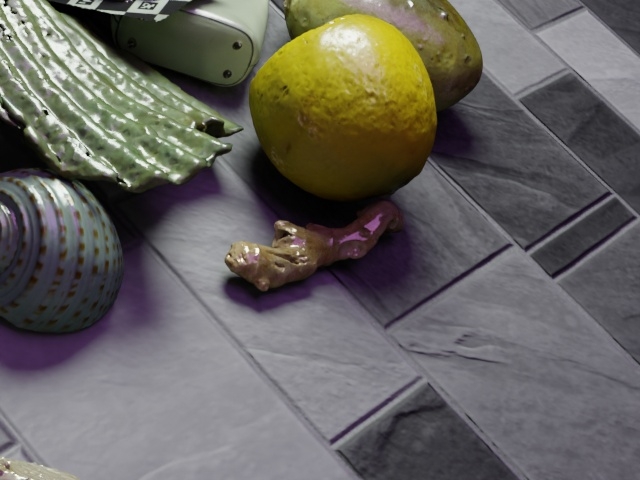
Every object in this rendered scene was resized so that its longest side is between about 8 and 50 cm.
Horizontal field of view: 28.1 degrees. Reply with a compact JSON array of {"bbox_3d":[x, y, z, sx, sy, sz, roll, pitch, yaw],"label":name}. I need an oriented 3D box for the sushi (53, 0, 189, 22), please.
[{"bbox_3d":[-0.279,-0.366,1.689,0.279,0.043,0.192,18,41,25],"label":"sushi"}]

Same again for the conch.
[{"bbox_3d":[-0.288,-0.003,1.386,0.200,0.131,0.172,-8,55,-35],"label":"conch"}]

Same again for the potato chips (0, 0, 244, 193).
[{"bbox_3d":[-0.277,-0.202,1.504,0.389,0.097,0.373,35,21,-6],"label":"potato chips"}]

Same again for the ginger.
[{"bbox_3d":[0.000,0.000,1.608,0.288,0.075,0.089,-22,59,-38],"label":"ginger"}]

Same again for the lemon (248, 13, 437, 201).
[{"bbox_3d":[0.040,-0.155,1.651,0.240,0.240,0.219,-21,78,-42],"label":"lemon"}]

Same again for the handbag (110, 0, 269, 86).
[{"bbox_3d":[-0.180,-0.359,1.808,0.241,0.109,0.315,18,40,-15],"label":"handbag"}]

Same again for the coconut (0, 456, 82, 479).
[{"bbox_3d":[-0.231,0.334,0.996,0.309,0.297,0.297,35,42,7],"label":"coconut"}]

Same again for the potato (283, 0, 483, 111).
[{"bbox_3d":[0.093,-0.302,1.865,0.307,0.173,0.210,34,40,-1],"label":"potato"}]

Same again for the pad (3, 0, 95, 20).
[{"bbox_3d":[-0.394,-0.336,1.730,0.157,0.003,0.112,36,42,4],"label":"pad"}]
